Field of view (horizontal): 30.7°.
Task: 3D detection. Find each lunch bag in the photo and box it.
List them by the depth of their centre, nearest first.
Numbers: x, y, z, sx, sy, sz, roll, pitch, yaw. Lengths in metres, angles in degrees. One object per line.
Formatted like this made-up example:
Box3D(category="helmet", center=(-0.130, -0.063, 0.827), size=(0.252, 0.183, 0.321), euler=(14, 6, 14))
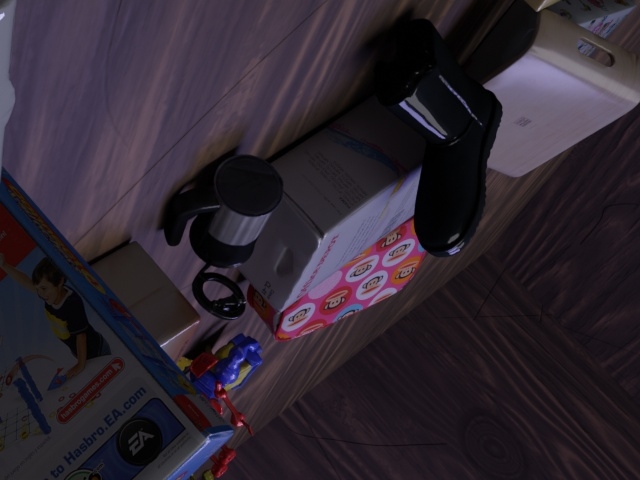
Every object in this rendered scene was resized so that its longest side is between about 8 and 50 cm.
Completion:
Box3D(category="lunch bag", center=(0.032, 0.041, 1.841), size=(0.293, 0.120, 0.258), euler=(-21, 146, -29))

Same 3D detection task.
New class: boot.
Box3D(category="boot", center=(0.131, -0.128, 1.458), size=(0.207, 0.094, 0.246), euler=(34, 68, -45))

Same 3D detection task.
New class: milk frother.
Box3D(category="milk frother", center=(-0.102, 0.000, 1.368), size=(0.129, 0.143, 0.135), euler=(-28, 164, -30))

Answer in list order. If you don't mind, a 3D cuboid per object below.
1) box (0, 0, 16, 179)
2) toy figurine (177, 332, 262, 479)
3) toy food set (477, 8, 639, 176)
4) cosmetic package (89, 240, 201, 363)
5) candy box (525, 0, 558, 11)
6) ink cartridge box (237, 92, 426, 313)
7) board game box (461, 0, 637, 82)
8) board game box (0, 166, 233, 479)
Box3D(category="box", center=(-0.271, -0.074, 0.617), size=(0.182, 0.119, 0.181), euler=(-36, 166, -32))
Box3D(category="toy figurine", center=(-0.170, 0.273, 2.028), size=(0.217, 0.191, 0.362), euler=(-40, 170, -39))
Box3D(category="toy food set", center=(0.288, -0.210, 1.695), size=(0.219, 0.092, 0.306), euler=(19, 145, -32))
Box3D(category="cosmetic package", center=(-0.292, 0.143, 1.283), size=(0.296, 0.129, 0.153), euler=(-33, 166, -39))
Box3D(category="candy box", center=(0.389, -0.436, 1.577), size=(0.316, 0.087, 0.183), euler=(-31, 163, -43))
Box3D(category="ink cartridge box", center=(0.036, -0.068, 1.611), size=(0.306, 0.131, 0.226), euler=(-34, 165, -33))
Box3D(category="board game box", center=(0.361, -0.315, 1.897), size=(0.303, 0.097, 0.224), euler=(-25, 160, -52))
Box3D(category="board game box", center=(-0.279, 0.138, 0.885), size=(0.308, 0.302, 0.086), euler=(-43, 169, 3))
